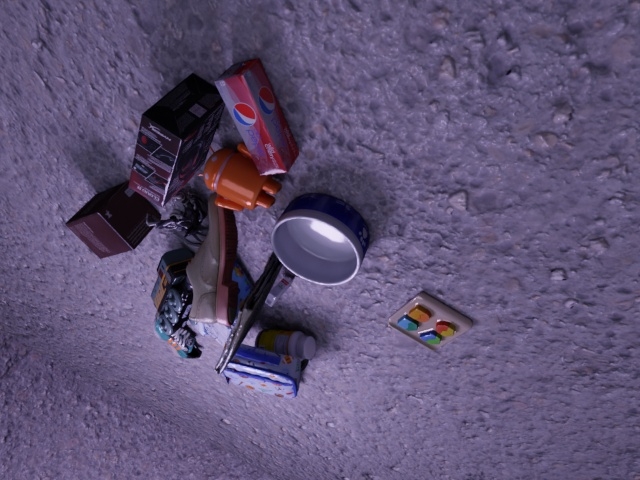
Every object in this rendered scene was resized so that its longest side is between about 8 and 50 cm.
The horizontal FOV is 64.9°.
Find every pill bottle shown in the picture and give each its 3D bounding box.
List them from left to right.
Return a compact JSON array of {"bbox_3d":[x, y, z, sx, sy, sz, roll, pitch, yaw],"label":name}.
[{"bbox_3d":[-0.130,0.391,1.872,0.215,0.117,0.117,-2,131,29],"label":"pill bottle"}]

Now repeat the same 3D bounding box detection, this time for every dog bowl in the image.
[{"bbox_3d":[0.000,0.000,1.415,0.265,0.104,0.264,15,138,14],"label":"dog bowl"}]

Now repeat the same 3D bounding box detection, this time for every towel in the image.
[{"bbox_3d":[-0.221,0.213,1.558,0.056,0.312,0.324,29,124,1],"label":"towel"}]

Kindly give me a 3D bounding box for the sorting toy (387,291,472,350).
[{"bbox_3d":[0.331,0.261,1.556,0.193,0.038,0.208,31,139,-4],"label":"sorting toy"}]

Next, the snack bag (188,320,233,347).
[{"bbox_3d":[-0.445,0.284,1.877,0.343,0.037,0.323,38,151,18],"label":"snack bag"}]

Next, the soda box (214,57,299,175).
[{"bbox_3d":[-0.145,-0.288,1.206,0.084,0.092,0.263,-3,131,29],"label":"soda box"}]

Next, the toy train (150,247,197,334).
[{"bbox_3d":[-0.472,0.174,1.664,0.190,0.142,0.334,58,141,19],"label":"toy train"}]

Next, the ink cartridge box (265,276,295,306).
[{"bbox_3d":[-0.131,0.158,1.641,0.029,0.115,0.062,37,139,7],"label":"ink cartridge box"}]

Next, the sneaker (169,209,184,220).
[{"bbox_3d":[-0.448,-0.071,1.630,0.083,0.037,0.031,15,136,12],"label":"sneaker"}]

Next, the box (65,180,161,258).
[{"bbox_3d":[-0.679,-0.064,1.657,0.203,0.168,0.167,-11,126,36],"label":"box"}]

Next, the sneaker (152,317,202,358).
[{"bbox_3d":[-0.601,0.411,2.156,0.121,0.108,0.302,6,143,22],"label":"sneaker"}]

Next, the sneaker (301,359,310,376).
[{"bbox_3d":[-0.104,0.535,2.019,0.153,0.099,0.282,2,130,28],"label":"sneaker"}]

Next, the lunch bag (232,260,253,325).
[{"bbox_3d":[-0.391,0.167,1.798,0.293,0.138,0.220,11,139,36],"label":"lunch bag"}]

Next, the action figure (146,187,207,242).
[{"bbox_3d":[-0.434,-0.107,1.502,0.141,0.164,0.275,-10,118,22],"label":"action figure"}]

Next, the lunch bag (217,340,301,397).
[{"bbox_3d":[-0.220,0.462,1.805,0.304,0.114,0.243,11,148,8],"label":"lunch bag"}]

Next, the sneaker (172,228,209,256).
[{"bbox_3d":[-0.394,0.001,1.645,0.235,0.094,0.090,19,147,40],"label":"sneaker"}]

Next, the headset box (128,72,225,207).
[{"bbox_3d":[-0.366,-0.239,1.278,0.110,0.218,0.293,32,139,-4],"label":"headset box"}]

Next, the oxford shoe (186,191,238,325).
[{"bbox_3d":[-0.321,0.047,1.453,0.147,0.396,0.140,-1,174,7],"label":"oxford shoe"}]

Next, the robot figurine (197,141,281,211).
[{"bbox_3d":[-0.217,-0.163,1.344,0.220,0.128,0.158,27,146,0],"label":"robot figurine"}]
